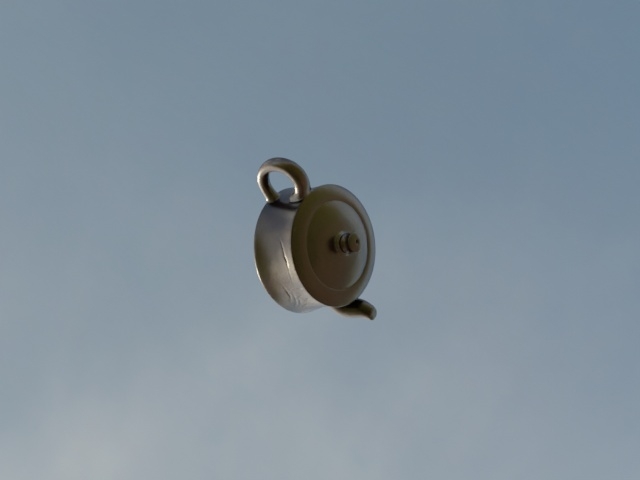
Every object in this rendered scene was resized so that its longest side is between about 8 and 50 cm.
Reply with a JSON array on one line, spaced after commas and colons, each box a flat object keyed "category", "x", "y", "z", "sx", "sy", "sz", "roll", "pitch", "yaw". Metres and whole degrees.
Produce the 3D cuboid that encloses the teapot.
[{"category": "teapot", "x": 0.000, "y": 0.000, "z": 0.942, "sx": 0.068, "sy": 0.045, "sz": 0.100, "roll": -49, "pitch": -59, "yaw": -42}]
